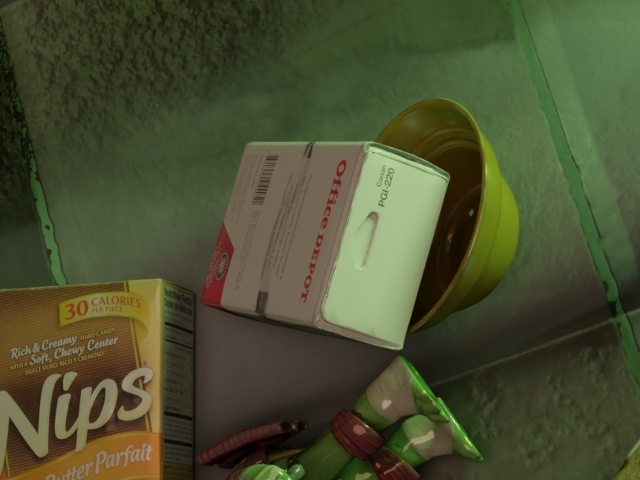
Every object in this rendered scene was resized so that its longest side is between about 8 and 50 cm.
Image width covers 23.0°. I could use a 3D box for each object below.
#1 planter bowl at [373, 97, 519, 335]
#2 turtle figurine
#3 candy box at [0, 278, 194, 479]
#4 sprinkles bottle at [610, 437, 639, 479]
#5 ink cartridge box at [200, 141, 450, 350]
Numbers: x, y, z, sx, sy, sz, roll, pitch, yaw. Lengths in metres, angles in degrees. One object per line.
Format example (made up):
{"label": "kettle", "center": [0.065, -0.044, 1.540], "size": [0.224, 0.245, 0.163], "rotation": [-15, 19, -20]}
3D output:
{"label": "planter bowl", "center": [0.108, -0.007, 1.363], "size": [0.217, 0.090, 0.217], "rotation": [-35, 46, 48]}
{"label": "turtle figurine", "center": [0.013, 0.241, 1.315], "size": [0.266, 0.275, 0.198], "rotation": [-37, 106, 3]}
{"label": "candy box", "center": [-0.214, 0.200, 1.443], "size": [0.182, 0.087, 0.317], "rotation": [-4, 79, 16]}
{"label": "sprinkles bottle", "center": [0.348, 0.141, 1.267], "size": [0.121, 0.121, 0.355], "rotation": [38, 93, 20]}
{"label": "ink cartridge box", "center": [0.000, 0.000, 1.355], "size": [0.218, 0.092, 0.159], "rotation": [6, 79, 61]}
